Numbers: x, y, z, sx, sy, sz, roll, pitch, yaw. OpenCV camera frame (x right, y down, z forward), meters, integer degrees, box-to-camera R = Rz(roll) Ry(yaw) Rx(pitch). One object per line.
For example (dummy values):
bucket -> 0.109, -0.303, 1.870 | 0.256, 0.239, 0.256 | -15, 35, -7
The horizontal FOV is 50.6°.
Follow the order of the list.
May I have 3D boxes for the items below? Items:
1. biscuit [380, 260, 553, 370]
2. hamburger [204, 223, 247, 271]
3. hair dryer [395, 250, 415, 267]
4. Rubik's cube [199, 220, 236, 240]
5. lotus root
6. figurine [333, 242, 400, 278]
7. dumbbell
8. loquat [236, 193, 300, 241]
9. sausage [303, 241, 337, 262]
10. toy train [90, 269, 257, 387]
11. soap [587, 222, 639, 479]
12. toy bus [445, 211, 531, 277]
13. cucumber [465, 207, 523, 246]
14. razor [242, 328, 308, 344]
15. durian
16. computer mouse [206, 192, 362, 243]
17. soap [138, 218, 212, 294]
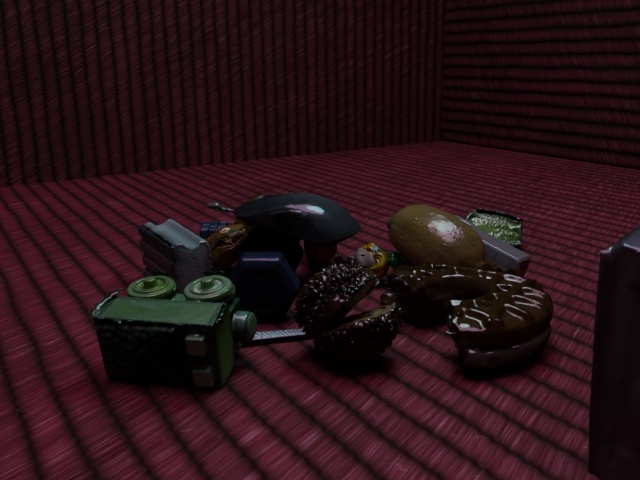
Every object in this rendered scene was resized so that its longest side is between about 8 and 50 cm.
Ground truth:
biscuit -> 0.291, 0.128, 1.299 | 0.268, 0.115, 0.366 | -6, 18, -18
hamburger -> -0.243, 0.021, 1.691 | 0.147, 0.083, 0.138 | -39, -12, 22
hair dryer -> 0.290, 0.076, 1.644 | 0.199, 0.067, 0.167 | 9, 21, -21
Rubik's cube -> -0.274, 0.003, 1.825 | 0.092, 0.092, 0.092 | -2, 15, -3
lotus root -> 0.265, 0.007, 1.532 | 0.303, 0.146, 0.131 | 36, 0, 36
figurine -> 0.120, 0.056, 1.622 | 0.156, 0.095, 0.115 | -16, -7, 12
dumbbell -> -0.118, 0.063, 1.508 | 0.143, 0.156, 0.316 | 28, 14, -7
loquat -> -0.139, -0.039, 1.829 | 0.179, 0.179, 0.227 | -2, 19, -4
sausage -> -0.001, 0.002, 1.750 | 0.087, 0.088, 0.433 | -1, 5, 0
toy train -> -0.253, 0.154, 1.182 | 0.271, 0.159, 0.188 | 2, 26, 12
soap -> 0.527, 0.168, 0.709 | 0.213, 0.350, 0.435 | -15, 23, -43
toy bus -> 0.361, 0.022, 1.616 | 0.268, 0.106, 0.092 | 32, 26, 33
cucumber -> 0.464, -0.021, 1.891 | 0.193, 0.086, 0.115 | 4, 60, 12
razor -> -0.063, 0.178, 1.300 | 0.190, 0.033, 0.066 | -8, -28, -16
durian -> 0.043, 0.139, 1.200 | 0.196, 0.196, 0.167 | 12, 11, 40
computer mouse -> -0.087, -0.071, 1.567 | 0.379, 0.090, 0.167 | 10, 15, 12
soap -> -0.335, 0.046, 1.570 | 0.094, 0.150, 0.261 | -14, 20, -29
